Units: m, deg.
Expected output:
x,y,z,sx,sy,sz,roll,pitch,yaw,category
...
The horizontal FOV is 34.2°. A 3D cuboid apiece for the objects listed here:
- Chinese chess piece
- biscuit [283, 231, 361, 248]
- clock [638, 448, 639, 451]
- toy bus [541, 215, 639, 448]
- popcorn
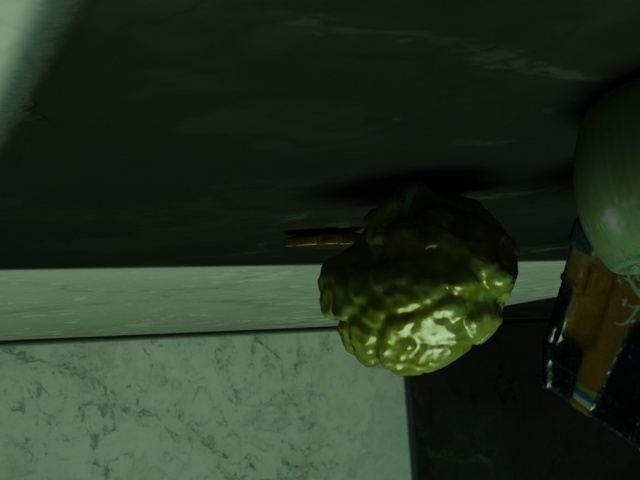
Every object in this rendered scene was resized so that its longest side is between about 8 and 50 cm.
x,y,z,sx,sy,sz,roll,pitch,yaw,category
0.277,-0.043,0.612,0.250,0.101,0.250,-5,172,-1,Chinese chess piece
0.000,0.000,1.081,0.092,0.016,0.082,2,175,-31,biscuit
0.439,0.131,1.199,0.200,0.317,0.244,-14,156,-36,clock
0.341,0.097,0.788,0.162,0.194,0.323,-23,-136,-40,toy bus
0.082,0.027,0.861,0.142,0.173,0.173,25,159,-25,popcorn
